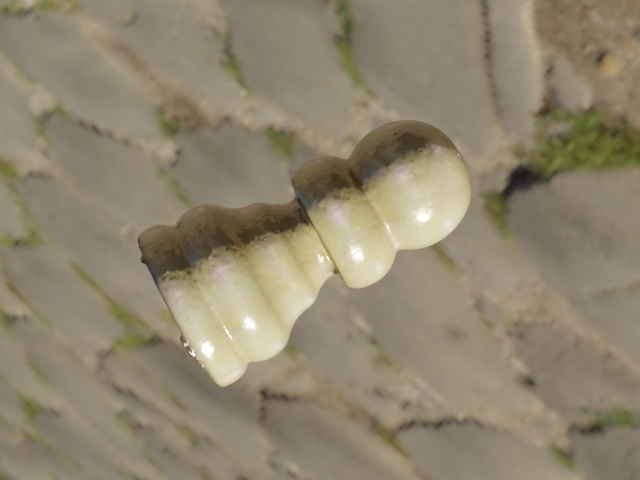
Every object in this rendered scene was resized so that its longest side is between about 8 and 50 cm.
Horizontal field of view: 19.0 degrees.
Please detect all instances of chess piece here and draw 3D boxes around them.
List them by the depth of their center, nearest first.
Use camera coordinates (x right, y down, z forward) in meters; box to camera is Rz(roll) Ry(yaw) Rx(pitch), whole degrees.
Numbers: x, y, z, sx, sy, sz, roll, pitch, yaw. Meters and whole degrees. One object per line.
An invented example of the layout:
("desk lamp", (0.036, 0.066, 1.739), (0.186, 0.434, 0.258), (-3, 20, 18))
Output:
("chess piece", (0.000, 0.000, 0.991), (0.094, 0.170, 0.094), (63, -179, -1))
